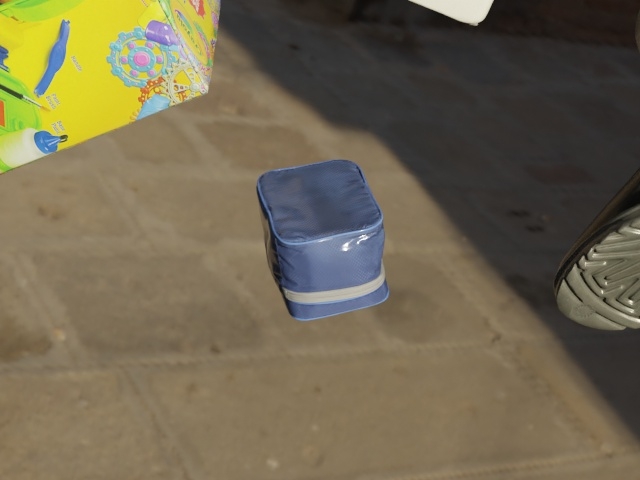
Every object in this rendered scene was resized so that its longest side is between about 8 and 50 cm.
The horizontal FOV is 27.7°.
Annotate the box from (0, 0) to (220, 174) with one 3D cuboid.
[{"bbox_3d":[-0.258,-0.209,0.907,0.279,0.290,0.177,-19,30,11],"label":"box"}]

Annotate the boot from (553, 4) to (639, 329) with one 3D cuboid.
[{"bbox_3d":[0.408,-0.148,1.513,0.146,0.367,0.445,34,34,-25],"label":"boot"}]

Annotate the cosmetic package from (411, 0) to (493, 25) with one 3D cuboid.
[{"bbox_3d":[0.088,-0.507,1.417,0.330,0.393,0.327,19,24,-10],"label":"cosmetic package"}]

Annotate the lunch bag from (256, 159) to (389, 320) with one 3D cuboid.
[{"bbox_3d":[0.000,0.000,0.771,0.067,0.065,0.098,-10,33,-6],"label":"lunch bag"}]
